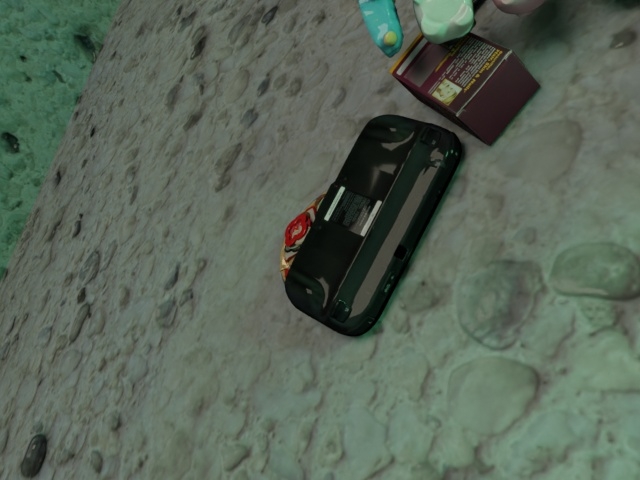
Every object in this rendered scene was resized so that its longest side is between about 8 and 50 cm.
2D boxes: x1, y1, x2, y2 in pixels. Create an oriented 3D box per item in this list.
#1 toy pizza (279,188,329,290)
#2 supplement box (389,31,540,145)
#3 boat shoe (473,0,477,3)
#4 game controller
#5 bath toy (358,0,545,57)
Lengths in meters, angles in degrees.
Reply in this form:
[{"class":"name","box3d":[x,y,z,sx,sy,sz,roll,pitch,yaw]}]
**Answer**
[{"class":"toy pizza","box3d":[0.000,0.000,0.991,0.201,0.032,0.201,-28,47,35]},{"class":"supplement box","box3d":[0.192,-0.223,0.880,0.104,0.081,0.188,-50,38,11]},{"class":"boat shoe","box3d":[0.241,-0.417,0.958,0.219,0.078,0.070,-58,36,0]},{"class":"game controller","box3d":[0.068,-0.030,0.898,0.166,0.067,0.319,24,85,46]},{"class":"bath toy","box3d":[0.226,-0.340,0.812,0.348,0.129,0.151,-11,95,18]}]
